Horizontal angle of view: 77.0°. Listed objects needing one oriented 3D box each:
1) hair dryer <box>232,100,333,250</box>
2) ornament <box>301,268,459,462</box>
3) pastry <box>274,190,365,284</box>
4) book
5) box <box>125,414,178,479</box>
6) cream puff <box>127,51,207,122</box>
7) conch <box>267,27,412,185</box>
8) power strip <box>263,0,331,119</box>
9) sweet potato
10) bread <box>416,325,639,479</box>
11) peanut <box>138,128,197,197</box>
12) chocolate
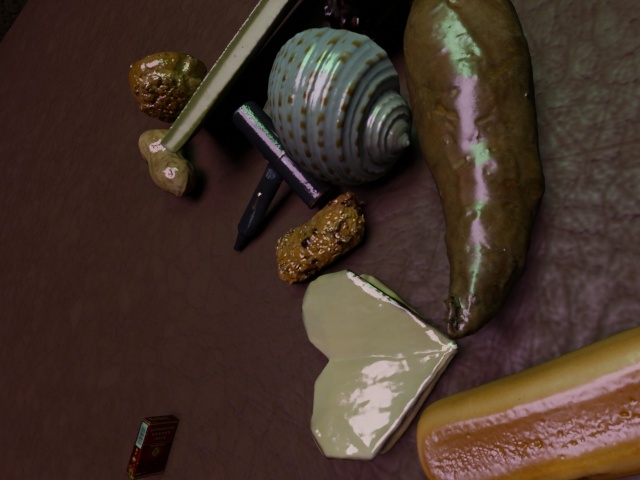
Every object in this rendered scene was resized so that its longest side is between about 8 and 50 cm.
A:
[{"bbox_3d":[-0.100,-0.076,0.599,0.195,0.050,0.173,-43,81,28],"label":"hair dryer"},{"bbox_3d":[0.063,0.129,0.443,0.180,0.059,0.201,-15,69,29],"label":"ornament"},{"bbox_3d":[0.000,0.000,0.529,0.140,0.056,0.080,-32,51,30],"label":"pastry"},{"bbox_3d":[-0.118,-0.305,0.647,0.352,0.035,0.239,-47,20,18],"label":"book"},{"bbox_3d":[-0.251,0.307,0.600,0.023,0.051,0.082,8,79,37],"label":"box"},{"bbox_3d":[-0.283,-0.285,0.766,0.150,0.165,0.115,-10,101,8],"label":"cream puff"},{"bbox_3d":[0.010,-0.141,0.487,0.200,0.172,0.131,6,67,24],"label":"conch"},{"bbox_3d":[0.019,-0.297,0.610,0.092,0.066,0.387,28,90,32],"label":"power strip"},{"bbox_3d":[0.156,-0.113,0.415,0.131,0.130,0.422,-10,71,32],"label":"sweet potato"},{"bbox_3d":[0.196,0.145,0.330,0.239,0.074,0.092,-31,71,24],"label":"bread"},{"bbox_3d":[-0.286,-0.151,0.759,0.089,0.089,0.192,-45,59,14],"label":"peanut"},{"bbox_3d":[0.053,-0.318,0.504,0.156,0.156,0.133,43,110,36],"label":"chocolate"}]
